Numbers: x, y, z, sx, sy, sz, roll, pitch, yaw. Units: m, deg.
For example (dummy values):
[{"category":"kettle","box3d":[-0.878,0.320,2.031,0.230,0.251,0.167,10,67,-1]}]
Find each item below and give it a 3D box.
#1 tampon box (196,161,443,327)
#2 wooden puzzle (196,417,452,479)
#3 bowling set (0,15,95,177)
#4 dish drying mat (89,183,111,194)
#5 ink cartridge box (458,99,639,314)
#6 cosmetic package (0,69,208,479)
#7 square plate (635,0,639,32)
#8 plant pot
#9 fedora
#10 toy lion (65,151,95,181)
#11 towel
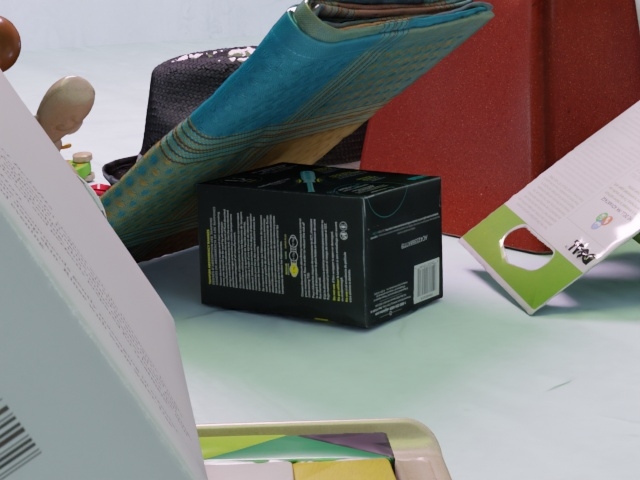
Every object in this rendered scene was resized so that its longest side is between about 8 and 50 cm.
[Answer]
[{"category":"tampon box","box3d":[0.000,0.000,1.246,0.161,0.102,0.120,7,14,35]},{"category":"wooden puzzle","box3d":[-0.036,0.134,0.785,0.220,0.044,0.239,-1,13,-2]},{"category":"bowling set","box3d":[-0.276,-0.085,1.403,0.287,0.200,0.154,-1,-23,-32]},{"category":"dish drying mat","box3d":[-0.221,-0.054,1.721,0.083,0.008,0.032,8,15,36]},{"category":"ink cartridge box","box3d":[0.265,-0.016,1.304,0.255,0.097,0.189,-36,24,0]},{"category":"cosmetic package","box3d":[-0.167,0.041,0.732,0.155,0.197,0.365,-35,10,-3]},{"category":"square plate","box3d":[0.471,-0.175,1.466,0.344,0.347,0.049,-3,-13,-8]},{"category":"plant pot","box3d":[0.212,-0.141,1.552,0.267,0.236,0.267,-12,17,-39]},{"category":"fedora","box3d":[-0.070,-0.131,1.701,0.334,0.153,0.334,1,12,0]},{"category":"toy lion","box3d":[-0.320,-0.076,1.787,0.100,0.034,0.096,4,21,21]},{"category":"towel","box3d":[-0.055,-0.084,1.287,0.370,0.040,0.271,-38,-12,33]}]
